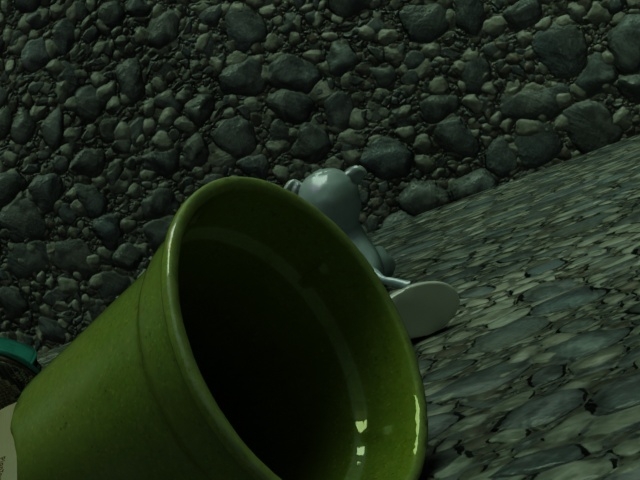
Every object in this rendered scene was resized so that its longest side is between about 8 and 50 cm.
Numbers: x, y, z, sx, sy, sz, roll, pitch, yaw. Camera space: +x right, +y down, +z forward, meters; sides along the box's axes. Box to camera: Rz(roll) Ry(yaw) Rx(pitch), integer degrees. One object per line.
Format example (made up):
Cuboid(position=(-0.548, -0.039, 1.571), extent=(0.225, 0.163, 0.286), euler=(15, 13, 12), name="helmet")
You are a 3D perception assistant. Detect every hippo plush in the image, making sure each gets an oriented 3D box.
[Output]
Cuboid(position=(0.000, 0.000, 2.077), extent=(0.234, 0.237, 0.294), euler=(-21, 4, 0), name="hippo plush")

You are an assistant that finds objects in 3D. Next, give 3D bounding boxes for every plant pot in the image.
Cuboid(position=(-0.098, 0.131, 0.934), extent=(0.254, 0.276, 0.276), euler=(-33, -3, 31), name="plant pot")

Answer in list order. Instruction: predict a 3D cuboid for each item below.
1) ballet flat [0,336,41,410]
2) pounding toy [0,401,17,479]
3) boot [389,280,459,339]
Cuboid(position=(-0.560, 0.265, 2.029), extent=(0.164, 0.182, 0.483), euler=(21, -7, -10), name="ballet flat")
Cuboid(position=(-0.279, 0.268, 1.107), extent=(0.182, 0.110, 0.237), euler=(-6, 41, 31), name="pounding toy")
Cuboid(position=(0.080, 0.101, 1.500), extent=(0.190, 0.069, 0.086), euler=(-23, 7, -6), name="boot")
